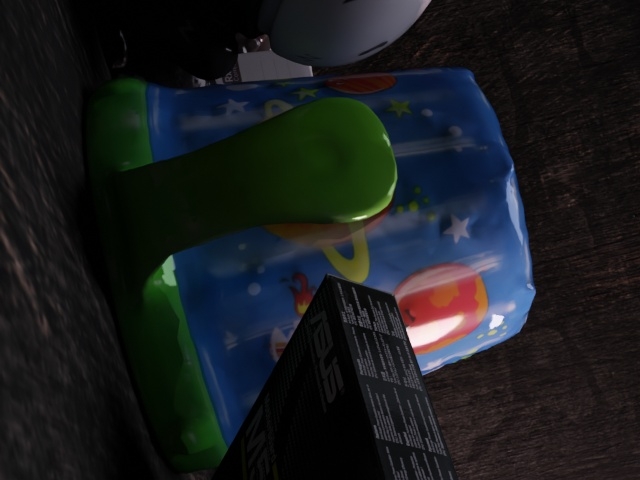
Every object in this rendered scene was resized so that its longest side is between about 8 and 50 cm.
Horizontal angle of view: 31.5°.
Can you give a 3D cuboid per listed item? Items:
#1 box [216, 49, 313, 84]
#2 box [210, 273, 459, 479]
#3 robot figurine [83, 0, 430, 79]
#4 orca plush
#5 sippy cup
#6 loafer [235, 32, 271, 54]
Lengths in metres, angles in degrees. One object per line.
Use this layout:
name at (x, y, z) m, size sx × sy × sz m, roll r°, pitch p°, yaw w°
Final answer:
box at (-0.056, -0.034, 0.954) m, size 0.182 × 0.119 × 0.181 m, roll 99°, pitch -20°, yaw -61°
box at (-0.006, 0.142, 0.499) m, size 0.191 × 0.045 × 0.184 m, roll -104°, pitch -144°, yaw -54°
robot figurine at (-0.045, -0.230, 0.716) m, size 0.209 × 0.278 × 0.173 m, roll -56°, pitch 178°, yaw 35°
orca plush at (-0.105, -0.172, 0.853) m, size 0.151 × 0.102 × 0.287 m, roll 79°, pitch -3°, yaw -57°
sippy cup at (0.000, 0.000, 0.679) m, size 0.305 × 0.224 × 0.240 m, roll -108°, pitch -175°, yaw -67°
loafer at (-0.118, -0.183, 1.128) m, size 0.130 × 0.133 × 0.366 m, roll 13°, pitch -72°, yaw 61°
